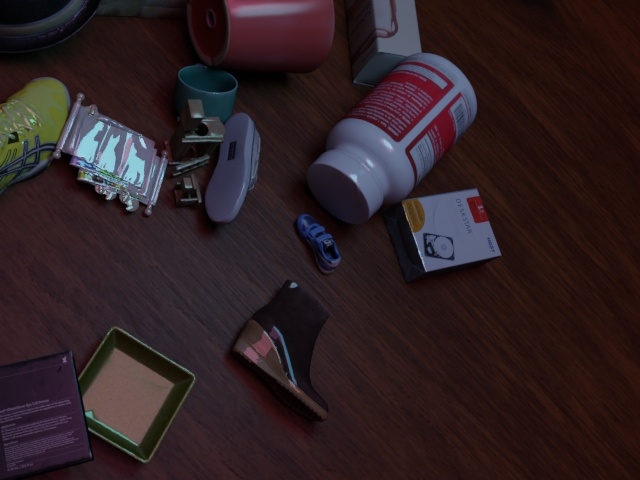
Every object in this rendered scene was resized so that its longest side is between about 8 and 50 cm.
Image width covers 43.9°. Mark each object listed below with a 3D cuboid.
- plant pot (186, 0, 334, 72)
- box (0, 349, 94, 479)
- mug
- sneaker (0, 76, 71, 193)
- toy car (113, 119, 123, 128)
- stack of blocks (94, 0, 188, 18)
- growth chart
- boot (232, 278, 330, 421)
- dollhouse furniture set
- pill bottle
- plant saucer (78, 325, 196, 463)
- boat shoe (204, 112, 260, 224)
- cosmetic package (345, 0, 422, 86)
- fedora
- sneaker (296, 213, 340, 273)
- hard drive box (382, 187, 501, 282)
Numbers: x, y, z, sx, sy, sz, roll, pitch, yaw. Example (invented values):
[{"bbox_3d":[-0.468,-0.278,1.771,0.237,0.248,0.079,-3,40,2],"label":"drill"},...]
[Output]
[{"bbox_3d":[-0.142,-0.491,1.743,0.243,0.275,0.274,-15,77,-33],"label":"plant pot"},{"bbox_3d":[-0.521,0.303,1.299,0.261,0.103,0.184,-11,77,-17],"label":"box"},{"bbox_3d":[-0.245,-0.310,1.717,0.130,0.097,0.157,20,34,6],"label":"mug"},{"bbox_3d":[-0.585,-0.172,1.465,0.145,0.147,0.384,34,57,-9],"label":"sneaker"},{"bbox_3d":[-0.439,-0.199,1.613,0.060,0.040,0.122,24,60,-17],"label":"toy car"},{"bbox_3d":[-0.426,-0.590,1.753,0.297,0.087,0.171,-7,73,-29],"label":"stack of blocks"},{"bbox_3d":[-0.414,-0.164,1.588,0.237,0.021,0.171,32,64,-26],"label":"growth chart"},{"bbox_3d":[-0.035,0.221,1.616,0.248,0.090,0.207,42,59,-1],"label":"boot"},{"bbox_3d":[-0.235,-0.172,1.622,0.101,0.182,0.160,-5,72,-29],"label":"dollhouse furniture set"},{"bbox_3d":[0.160,-0.229,1.811,0.229,0.229,0.407,46,63,-4],"label":"pill bottle"},{"bbox_3d":[-0.353,0.283,1.455,0.188,0.045,0.188,34,59,-11],"label":"plant saucer"},{"bbox_3d":[-0.177,-0.143,1.698,0.088,0.096,0.267,46,39,-51],"label":"boat shoe"},{"bbox_3d":[0.152,-0.549,1.996,0.129,0.153,0.296,5,66,-24],"label":"cosmetic package"},{"bbox_3d":[-0.598,-0.529,1.544,0.334,0.152,0.333,1,75,-4],"label":"fedora"},{"bbox_3d":[0.000,0.000,1.744,0.053,0.059,0.144,-29,83,-31],"label":"sneaker"},{"bbox_3d":[0.287,-0.015,1.880,0.232,0.089,0.181,-11,76,-30],"label":"hard drive box"}]
